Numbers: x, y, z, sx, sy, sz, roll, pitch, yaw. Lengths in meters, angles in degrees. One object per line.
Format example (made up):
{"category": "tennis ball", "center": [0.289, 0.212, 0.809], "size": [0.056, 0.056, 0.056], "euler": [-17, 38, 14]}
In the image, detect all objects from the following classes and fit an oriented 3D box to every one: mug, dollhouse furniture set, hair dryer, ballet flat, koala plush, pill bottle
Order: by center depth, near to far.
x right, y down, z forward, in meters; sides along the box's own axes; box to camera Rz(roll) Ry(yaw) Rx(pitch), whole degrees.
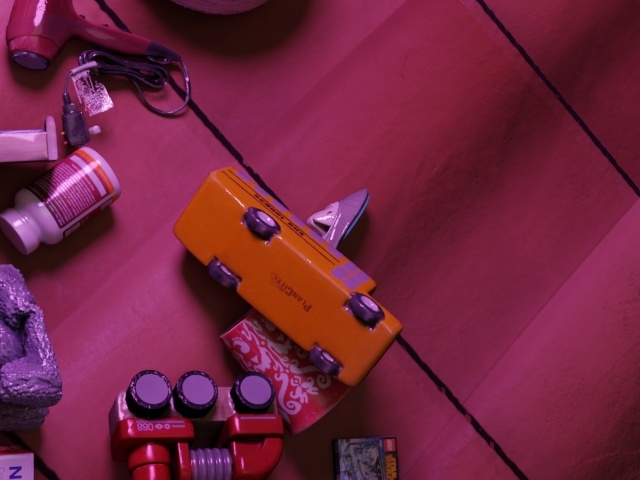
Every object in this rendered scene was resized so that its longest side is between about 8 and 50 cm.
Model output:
{"category": "dollhouse furniture set", "center": [-0.433, -0.243, 1.492], "size": [0.198, 0.286, 0.303], "euler": [-5, 94, -14]}
{"category": "koala plush", "center": [-0.455, 0.143, 1.496], "size": [0.221, 0.196, 0.203], "euler": [-12, 74, -24]}
{"category": "pill bottle", "center": [-0.347, -0.050, 1.619], "size": [0.152, 0.086, 0.086], "euler": [-39, 97, -24]}
{"category": "hair dryer", "center": [-0.327, -0.282, 1.691], "size": [0.224, 0.080, 0.293], "euler": [-31, 100, -39]}
{"category": "mug", "center": [-0.046, 0.164, 1.711], "size": [0.169, 0.113, 0.150], "euler": [50, 32, -3]}
{"category": "ballet flat", "center": [0.000, 0.000, 1.766], "size": [0.068, 0.072, 0.213], "euler": [32, 71, -10]}

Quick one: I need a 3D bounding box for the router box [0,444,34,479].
{"category": "router box", "center": [-0.497, 0.420, 1.447], "size": [0.301, 0.082, 0.335], "euler": [0, 88, -26]}

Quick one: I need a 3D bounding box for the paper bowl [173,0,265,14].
{"category": "paper bowl", "center": [-0.153, -0.461, 1.739], "size": [0.284, 0.148, 0.284], "euler": [4, 79, -23]}

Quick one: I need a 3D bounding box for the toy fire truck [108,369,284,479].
{"category": "toy fire truck", "center": [-0.147, 0.292, 1.559], "size": [0.217, 0.158, 0.246], "euler": [4, 56, -22]}

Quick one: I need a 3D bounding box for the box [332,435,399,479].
{"category": "box", "center": [0.067, 0.351, 1.756], "size": [0.094, 0.027, 0.137], "euler": [1, 81, -21]}

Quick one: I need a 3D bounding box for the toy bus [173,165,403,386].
{"category": "toy bus", "center": [-0.040, 0.045, 1.645], "size": [0.333, 0.130, 0.108], "euler": [39, 108, 9]}
